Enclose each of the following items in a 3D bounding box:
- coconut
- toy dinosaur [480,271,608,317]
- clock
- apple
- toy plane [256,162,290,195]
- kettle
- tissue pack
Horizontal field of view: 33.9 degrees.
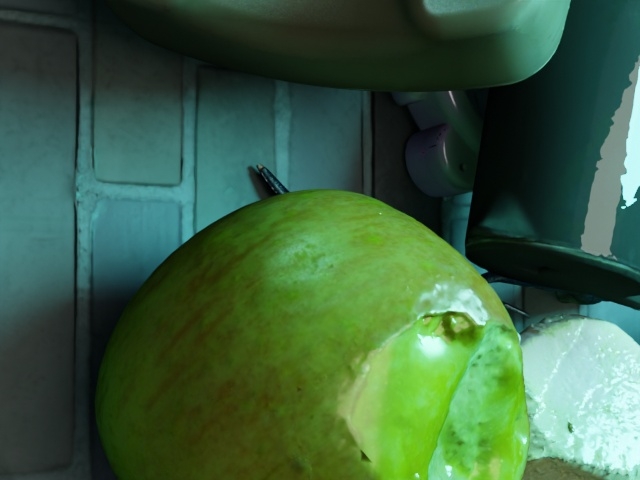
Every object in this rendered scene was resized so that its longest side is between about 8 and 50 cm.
[{"bbox_3d":[0.253,0.216,1.065,0.233,0.245,0.233,5,51,-6],"label":"coconut"},{"bbox_3d":[0.305,0.033,1.151,0.362,0.147,0.077,-4,89,-22],"label":"toy dinosaur"},{"bbox_3d":[0.175,-0.186,1.113,0.227,0.090,0.248,-20,96,-29],"label":"clock"},{"bbox_3d":[-0.010,0.132,0.846,0.339,0.339,0.340,1,88,-30],"label":"apple"},{"bbox_3d":[0.000,0.001,1.018,0.130,0.061,0.189,-39,106,6],"label":"toy plane"},{"bbox_3d":[0.262,-0.106,1.016,0.262,0.203,0.308,31,70,-62],"label":"kettle"},{"bbox_3d":[0.019,-0.261,0.870,0.387,0.277,0.267,7,89,11],"label":"tissue pack"}]
